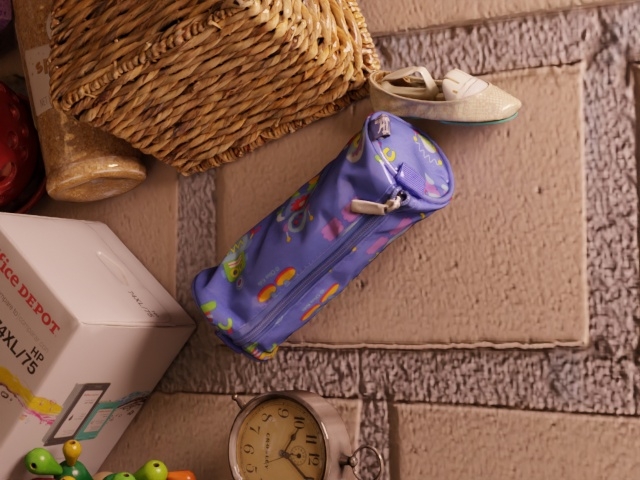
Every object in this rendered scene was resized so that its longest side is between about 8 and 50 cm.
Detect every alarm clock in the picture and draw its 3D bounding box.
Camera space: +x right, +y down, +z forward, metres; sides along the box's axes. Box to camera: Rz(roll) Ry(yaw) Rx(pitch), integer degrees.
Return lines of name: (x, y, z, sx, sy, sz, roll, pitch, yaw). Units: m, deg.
alarm clock: (-0.014, 0.223, 1.378, 0.192, 0.064, 0.129, 4, 89, 36)

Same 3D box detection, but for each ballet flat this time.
ballet flat: (0.117, -0.146, 1.311, 0.168, 0.057, 0.052, 5, 126, 34)

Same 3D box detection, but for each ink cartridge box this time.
ink cartridge box: (-0.323, 0.133, 1.508, 0.198, 0.197, 0.270, 44, 110, 28)

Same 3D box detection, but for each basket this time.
basket: (-0.115, -0.235, 1.418, 0.299, 0.223, 0.213, -24, 57, 32)

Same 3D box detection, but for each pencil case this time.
pencil case: (0.000, 0.000, 1.344, 0.119, 0.133, 0.306, 41, 117, -15)

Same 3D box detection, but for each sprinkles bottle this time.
sprinkles bottle: (-0.295, -0.228, 1.559, 0.121, 0.121, 0.355, -20, 77, 31)

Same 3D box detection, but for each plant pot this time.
plant pot: (-0.429, -0.116, 1.598, 0.191, 0.174, 0.191, -2, 84, 23)

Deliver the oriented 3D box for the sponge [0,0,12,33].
sponge: (-0.446, -0.291, 1.670, 0.210, 0.031, 0.117, -28, 72, 53)

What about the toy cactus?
toy cactus: (-0.232, 0.292, 1.478, 0.180, 0.219, 0.112, 148, 133, -66)
